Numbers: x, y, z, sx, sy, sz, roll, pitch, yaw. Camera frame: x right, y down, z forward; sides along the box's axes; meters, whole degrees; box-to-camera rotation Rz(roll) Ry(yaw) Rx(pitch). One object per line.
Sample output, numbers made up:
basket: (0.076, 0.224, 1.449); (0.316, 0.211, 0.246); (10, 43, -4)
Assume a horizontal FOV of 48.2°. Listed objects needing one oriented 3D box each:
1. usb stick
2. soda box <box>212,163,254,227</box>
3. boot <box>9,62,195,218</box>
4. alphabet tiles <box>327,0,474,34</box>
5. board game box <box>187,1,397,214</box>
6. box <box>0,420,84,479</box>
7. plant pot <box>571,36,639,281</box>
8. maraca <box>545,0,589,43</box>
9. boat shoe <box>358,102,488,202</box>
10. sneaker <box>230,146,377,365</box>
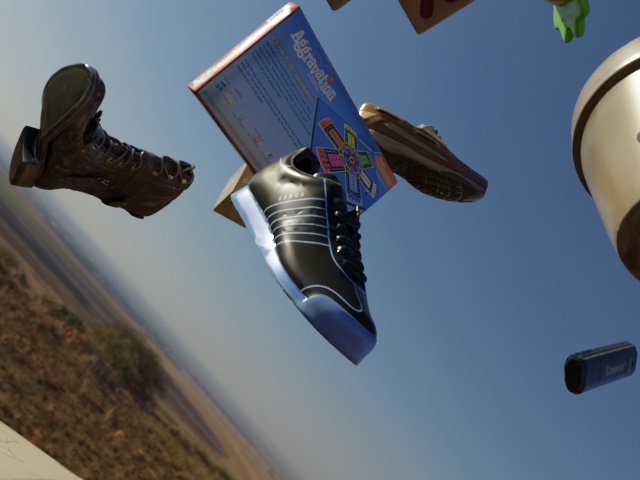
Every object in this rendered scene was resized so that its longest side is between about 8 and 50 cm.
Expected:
usb stick: (0.549, 0.244, 1.391); (0.045, 0.278, 0.077); (-1, -91, 43)
soda box: (-0.103, -0.065, 1.023); (0.061, 0.058, 0.181); (29, -14, -12)
boot: (-0.273, -0.121, 0.972); (0.229, 0.091, 0.263); (14, -33, -36)
alphabet tiles: (0.053, -0.342, 0.519); (0.285, 0.011, 0.342); (-24, -78, 39)
board game box: (-0.019, -0.119, 0.840); (0.027, 0.145, 0.281); (44, -8, 48)
box: (-0.280, 0.151, 0.562); (0.164, 0.021, 0.201); (31, -18, 10)
plant pot: (0.492, -0.083, 0.949); (0.323, 0.280, 0.323); (13, -46, 14)
maraca: (0.303, -0.343, 0.896); (0.127, 0.099, 0.185); (-66, 145, -82)
boat shoe: (0.205, -0.185, 1.472); (0.324, 0.119, 0.122); (25, -19, -15)
sneaker: (0.000, 0.000, 0.615); (0.081, 0.090, 0.232); (47, 6, -48)
